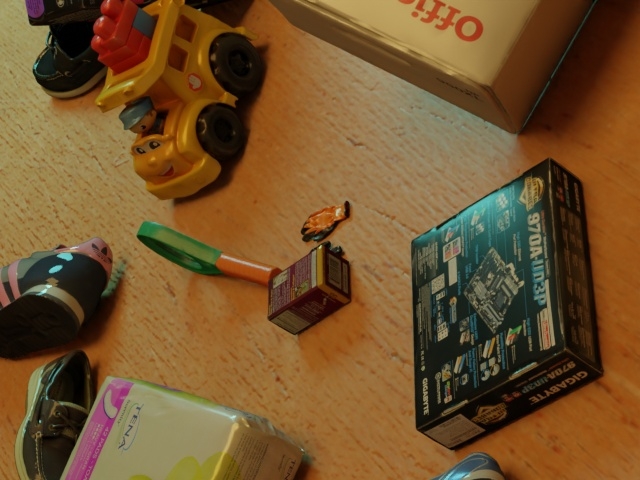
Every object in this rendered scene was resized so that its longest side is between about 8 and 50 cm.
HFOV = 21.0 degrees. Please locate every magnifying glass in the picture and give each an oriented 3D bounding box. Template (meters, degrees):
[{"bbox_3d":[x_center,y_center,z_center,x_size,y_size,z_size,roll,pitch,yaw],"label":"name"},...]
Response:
[{"bbox_3d":[-0.122,0.020,1.936,0.231,0.092,0.026,17,74,46],"label":"magnifying glass"}]

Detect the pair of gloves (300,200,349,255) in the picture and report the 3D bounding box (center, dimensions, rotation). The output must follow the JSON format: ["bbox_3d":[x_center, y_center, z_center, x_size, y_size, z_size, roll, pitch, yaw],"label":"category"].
[{"bbox_3d":[0.000,0.000,1.844,0.074,0.010,0.083,-24,46,41],"label":"pair of gloves"}]

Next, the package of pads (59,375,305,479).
[{"bbox_3d":[-0.160,0.266,1.754,0.296,0.101,0.229,10,73,55],"label":"package of pads"}]

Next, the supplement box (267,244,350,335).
[{"bbox_3d":[-0.012,0.052,1.786,0.083,0.043,0.055,-33,40,33],"label":"supplement box"}]

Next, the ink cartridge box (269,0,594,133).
[{"bbox_3d":[0.152,-0.345,1.672,0.285,0.166,0.395,29,86,22],"label":"ink cartridge box"}]

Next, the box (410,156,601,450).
[{"bbox_3d":[0.160,0.055,1.545,0.175,0.051,0.220,-33,40,34],"label":"box"}]

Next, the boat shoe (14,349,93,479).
[{"bbox_3d":[-0.302,0.213,2.008,0.073,0.080,0.224,-46,30,28],"label":"boat shoe"}]

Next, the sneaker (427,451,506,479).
[{"bbox_3d":[0.087,0.263,1.465,0.211,0.080,0.081,-44,14,20],"label":"sneaker"}]

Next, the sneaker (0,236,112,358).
[{"bbox_3d":[-0.373,0.070,2.223,0.319,0.112,0.131,-8,41,47],"label":"sneaker"}]

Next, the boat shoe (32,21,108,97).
[{"bbox_3d":[-0.326,-0.293,2.430,0.340,0.113,0.127,-8,57,50],"label":"boat shoe"}]

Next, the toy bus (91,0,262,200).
[{"bbox_3d":[-0.198,-0.189,2.084,0.149,0.211,0.220,-17,52,44],"label":"toy bus"}]

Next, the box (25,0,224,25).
[{"bbox_3d":[-0.235,-0.372,2.196,0.143,0.270,0.165,-5,96,51],"label":"box"}]
